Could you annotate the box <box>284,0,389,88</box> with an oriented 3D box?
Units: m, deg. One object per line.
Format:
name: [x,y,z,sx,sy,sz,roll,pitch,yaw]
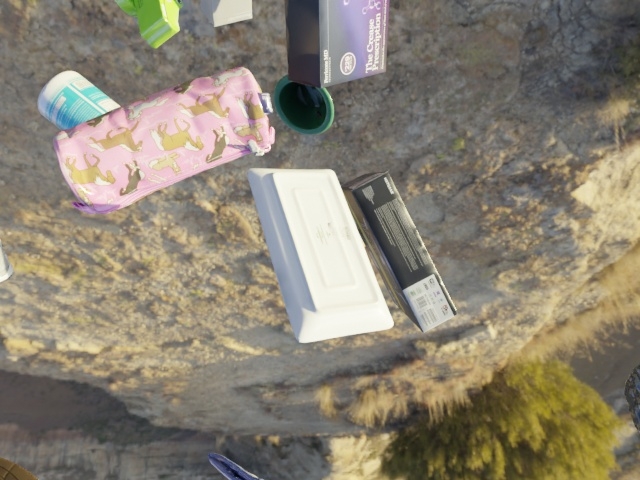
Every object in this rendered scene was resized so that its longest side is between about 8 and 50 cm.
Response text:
box: [0.032,-0.433,0.916,0.184,0.103,0.261,-25,128,-32]

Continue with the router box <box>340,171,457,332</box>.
router box: [0.148,0.012,1.037,0.081,0.308,0.243,-28,-171,-1]

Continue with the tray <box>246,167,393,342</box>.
tray: [0.000,0.000,0.678,0.145,0.270,0.030,-3,149,-29]

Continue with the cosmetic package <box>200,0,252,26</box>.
cosmetic package: [-0.261,-0.717,1.345,0.127,0.107,0.237,-24,147,-19]

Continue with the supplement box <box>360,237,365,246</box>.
supplement box: [0.107,-0.022,1.472,0.234,0.080,0.078,-27,145,-30]

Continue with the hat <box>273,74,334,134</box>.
hat: [-0.017,-0.407,1.377,0.209,0.183,0.172,12,132,27]

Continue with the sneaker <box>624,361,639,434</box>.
sneaker: [0.389,0.080,0.256,0.182,0.157,0.410,-8,167,-38]

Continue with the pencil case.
pencil case: [-0.277,-0.183,0.918,0.387,0.167,0.160,-24,132,-11]

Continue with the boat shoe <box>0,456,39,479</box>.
boat shoe: [-0.374,0.283,0.508,0.277,0.098,0.096,-3,129,18]

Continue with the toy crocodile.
toy crocodile: [-0.311,-0.502,0.902,0.115,0.340,0.105,-27,163,28]

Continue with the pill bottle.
pill bottle: [-0.589,-0.310,1.317,0.264,0.146,0.146,39,144,-3]

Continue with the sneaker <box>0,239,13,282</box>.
sneaker: [-0.780,0.055,1.056,0.086,0.229,0.132,15,118,21]

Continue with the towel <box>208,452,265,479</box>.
towel: [-0.046,0.454,0.859,0.285,0.034,0.209,40,155,-21]
